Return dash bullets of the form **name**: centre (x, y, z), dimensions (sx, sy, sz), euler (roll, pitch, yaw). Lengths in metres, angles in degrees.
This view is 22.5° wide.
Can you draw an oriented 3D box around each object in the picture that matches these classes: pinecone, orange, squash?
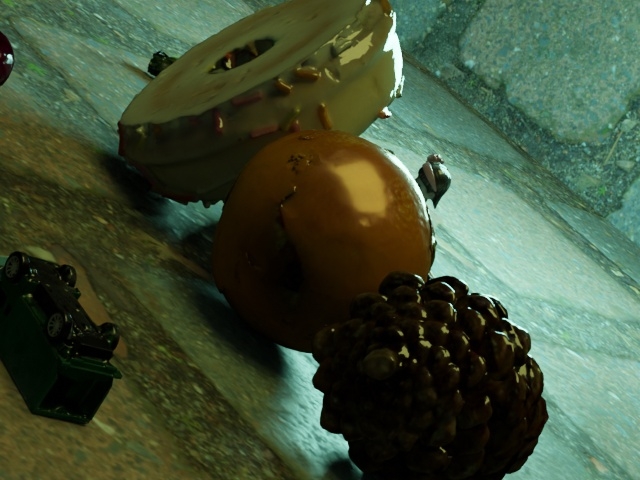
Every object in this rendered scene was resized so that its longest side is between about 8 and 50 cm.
- **pinecone**: centre (0.121, 0.150, 1.612), dimensions (0.224, 0.224, 0.272), euler (47, 9, 38)
- **orange**: centre (0.000, 0.000, 1.746), dimensions (0.246, 0.246, 0.246), euler (33, 15, -10)
- **squash**: centre (-0.180, -0.230, 2.453), dimensions (0.183, 0.052, 0.052), euler (32, 15, -15)

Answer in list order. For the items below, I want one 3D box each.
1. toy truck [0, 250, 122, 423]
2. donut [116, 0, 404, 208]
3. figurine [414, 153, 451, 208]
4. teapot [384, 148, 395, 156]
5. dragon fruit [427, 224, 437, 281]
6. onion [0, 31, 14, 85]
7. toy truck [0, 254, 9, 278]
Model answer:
- **toy truck**: centre (-0.225, 0.075, 1.347), dimensions (0.065, 0.079, 0.147), euler (19, 22, -44)
- **donut**: centre (-0.066, -0.172, 1.966), dimensions (0.142, 0.382, 0.382), euler (61, 6, -21)
- **figurine**: centre (0.165, -0.072, 2.557), dimensions (0.054, 0.129, 0.072), euler (22, 26, -9)
- **teapot**: centre (0.022, -0.041, 2.058), dimensions (0.221, 0.178, 0.163), euler (23, 19, -41)
- **dragon fruit**: centre (0.121, 0.023, 2.226), dimensions (0.125, 0.125, 0.246), euler (-28, 82, -42)
- **onion**: centre (-0.402, -0.215, 1.821), dimensions (0.115, 0.104, 0.115), euler (18, 29, -11)
- **toy truck**: centre (-0.319, -0.002, 1.431), dimensions (0.074, 0.063, 0.136), euler (61, 21, 15)
